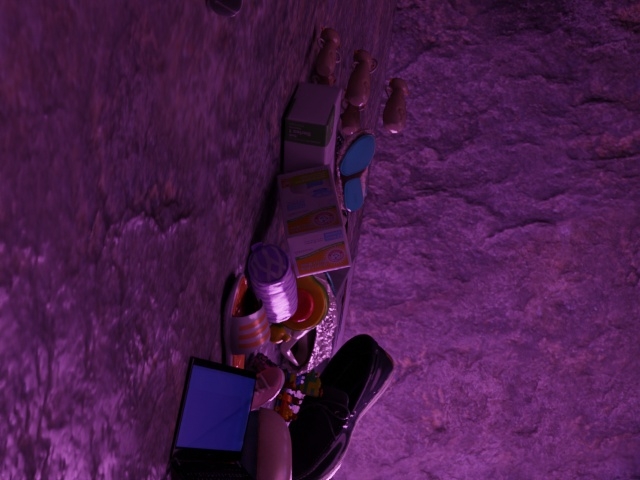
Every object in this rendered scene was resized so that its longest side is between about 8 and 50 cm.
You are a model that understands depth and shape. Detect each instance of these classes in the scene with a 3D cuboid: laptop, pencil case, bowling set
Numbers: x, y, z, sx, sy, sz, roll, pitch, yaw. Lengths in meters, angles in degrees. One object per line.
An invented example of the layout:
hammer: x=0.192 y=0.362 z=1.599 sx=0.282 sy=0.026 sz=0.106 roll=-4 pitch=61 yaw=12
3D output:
laptop: x=-0.116 y=0.335 z=1.515 sx=0.136 sy=0.264 sz=0.234 roll=-46 pitch=155 yaw=6
pencil case: x=-0.090 y=0.083 z=1.839 sx=0.206 sy=0.086 sz=0.088 roll=89 pitch=-21 yaw=-63
bowling set: x=0.042 y=-0.333 z=2.152 sx=0.287 sy=0.200 sz=0.154 roll=38 pitch=44 yaw=-32

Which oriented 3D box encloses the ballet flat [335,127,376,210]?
ballet flat: x=0.062 y=-0.162 z=2.070 sx=0.241 sy=0.091 sz=0.077 roll=100 pitch=-31 yaw=-48

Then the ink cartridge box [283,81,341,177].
ink cartridge box: x=-0.019 y=-0.187 z=1.983 sx=0.160 sy=0.093 sz=0.219 roll=-72 pitch=170 yaw=-52

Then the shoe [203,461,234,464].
shoe: x=-0.175 y=0.373 z=1.650 sx=0.178 sy=0.063 sz=0.081 roll=-72 pitch=169 yaw=-76

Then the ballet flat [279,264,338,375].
ballet flat: x=-0.038 y=0.198 z=2.231 sx=0.409 sy=0.147 sz=0.147 roll=87 pitch=14 yaw=-55

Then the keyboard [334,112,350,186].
keyboard: x=0.067 y=-0.225 z=2.518 sx=0.317 sy=0.033 sz=0.201 roll=53 pitch=45 yaw=-58

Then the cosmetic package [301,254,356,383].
cosmetic package: x=0.015 y=0.218 z=2.755 sx=0.377 sy=0.097 sz=0.284 roll=-58 pitch=159 yaw=-72

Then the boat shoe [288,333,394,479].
boat shoe: x=0.018 y=0.443 z=2.507 sx=0.500 sy=0.187 sz=0.156 roll=-50 pitch=136 yaw=-29

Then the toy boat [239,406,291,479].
toy boat: x=-0.134 y=0.480 z=1.815 sx=0.267 sy=0.148 sz=0.318 roll=-131 pitch=-136 yaw=-84

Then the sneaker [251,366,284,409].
sneaker: x=-0.127 y=0.268 z=1.696 sx=0.051 sy=0.134 sz=0.070 roll=57 pitch=8 yaw=23

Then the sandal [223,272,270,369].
sandal: x=-0.124 y=0.171 z=1.702 sx=0.102 sy=0.076 sz=0.265 roll=-71 pitch=167 yaw=-54

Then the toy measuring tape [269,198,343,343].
toy measuring tape: x=-0.007 y=0.077 z=2.002 sx=0.330 sy=0.121 sz=0.121 roll=-59 pitch=174 yaw=4

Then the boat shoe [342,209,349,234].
boat shoe: x=0.052 y=-0.095 z=2.609 sx=0.079 sy=0.084 sz=0.233 roll=-156 pitch=-105 yaw=-71

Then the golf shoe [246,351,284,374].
golf shoe: x=-0.124 y=0.272 z=1.932 sx=0.086 sy=0.067 sz=0.186 roll=-52 pitch=173 yaw=-1

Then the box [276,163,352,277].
box: x=-0.013 y=-0.039 z=1.857 sx=0.203 sy=0.114 sz=0.103 roll=-100 pitch=178 yaw=-50

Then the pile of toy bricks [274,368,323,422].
pile of toy bricks: x=-0.044 y=0.365 z=2.437 sx=0.118 sy=0.105 sz=0.212 roll=84 pitch=17 yaw=-64

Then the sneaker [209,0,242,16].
sneaker: x=-0.119 y=-0.361 z=1.220 sx=0.152 sy=0.054 sz=0.061 roll=100 pitch=-5 yaw=-47

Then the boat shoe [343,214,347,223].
boat shoe: x=0.000 y=0.000 z=2.479 sx=0.081 sy=0.069 sz=0.227 roll=-34 pitch=-157 yaw=40
